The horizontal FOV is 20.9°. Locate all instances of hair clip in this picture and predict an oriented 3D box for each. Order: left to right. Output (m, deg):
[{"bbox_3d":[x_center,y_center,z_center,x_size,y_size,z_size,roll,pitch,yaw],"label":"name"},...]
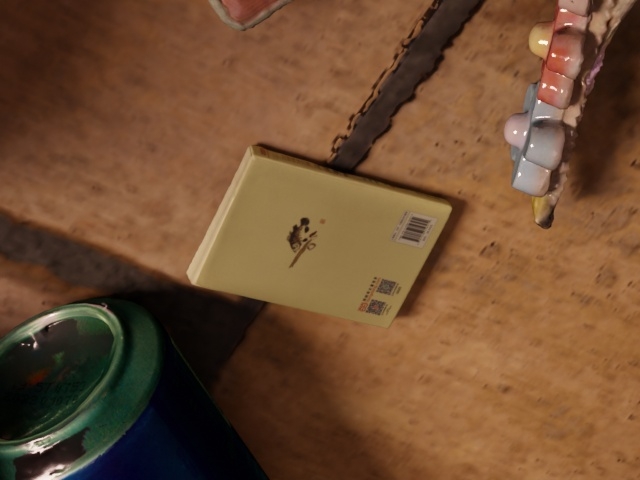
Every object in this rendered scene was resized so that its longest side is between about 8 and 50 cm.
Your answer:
[{"bbox_3d":[0.116,-0.095,0.776,0.056,0.062,0.214,20,128,-2],"label":"hair clip"}]

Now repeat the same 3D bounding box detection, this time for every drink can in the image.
[{"bbox_3d":[-0.086,0.129,0.849,0.118,0.118,0.205,-28,126,5],"label":"drink can"}]

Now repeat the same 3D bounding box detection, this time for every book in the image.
[{"bbox_3d":[0.000,0.000,0.844,0.111,0.014,0.077,14,118,-25],"label":"book"}]

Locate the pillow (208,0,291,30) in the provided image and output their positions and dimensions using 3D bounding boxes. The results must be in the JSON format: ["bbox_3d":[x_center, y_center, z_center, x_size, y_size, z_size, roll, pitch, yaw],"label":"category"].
[{"bbox_3d":[0.035,-0.187,0.701,0.232,0.043,0.126,-28,131,2],"label":"pillow"}]
